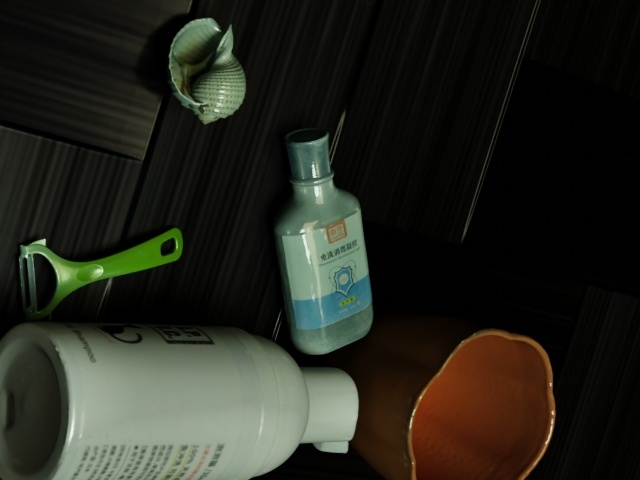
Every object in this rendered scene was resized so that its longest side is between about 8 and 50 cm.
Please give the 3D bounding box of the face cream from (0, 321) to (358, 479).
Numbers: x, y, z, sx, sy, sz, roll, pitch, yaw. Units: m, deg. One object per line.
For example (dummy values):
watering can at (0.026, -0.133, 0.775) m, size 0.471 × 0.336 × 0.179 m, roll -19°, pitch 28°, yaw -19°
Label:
face cream at (-0.103, 0.143, 1.704) m, size 0.369 × 0.145 × 0.145 m, roll 2°, pitch 103°, yaw -41°

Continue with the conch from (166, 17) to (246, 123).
conch at (-0.101, -0.143, 1.672) m, size 0.076 × 0.056 × 0.085 m, roll 11°, pitch 67°, yaw -24°

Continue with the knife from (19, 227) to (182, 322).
knife at (-0.184, 0.023, 1.679) m, size 0.166 × 0.022 × 0.078 m, roll -15°, pitch 118°, yaw -35°

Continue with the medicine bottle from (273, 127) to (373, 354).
medicine bottle at (0.000, 0.000, 1.800) m, size 0.090 × 0.053 × 0.209 m, roll -22°, pitch 117°, yaw -31°

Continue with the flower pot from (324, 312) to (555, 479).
flower pot at (0.099, 0.153, 1.852) m, size 0.190 × 0.173 × 0.191 m, roll -13°, pitch 111°, yaw -37°
